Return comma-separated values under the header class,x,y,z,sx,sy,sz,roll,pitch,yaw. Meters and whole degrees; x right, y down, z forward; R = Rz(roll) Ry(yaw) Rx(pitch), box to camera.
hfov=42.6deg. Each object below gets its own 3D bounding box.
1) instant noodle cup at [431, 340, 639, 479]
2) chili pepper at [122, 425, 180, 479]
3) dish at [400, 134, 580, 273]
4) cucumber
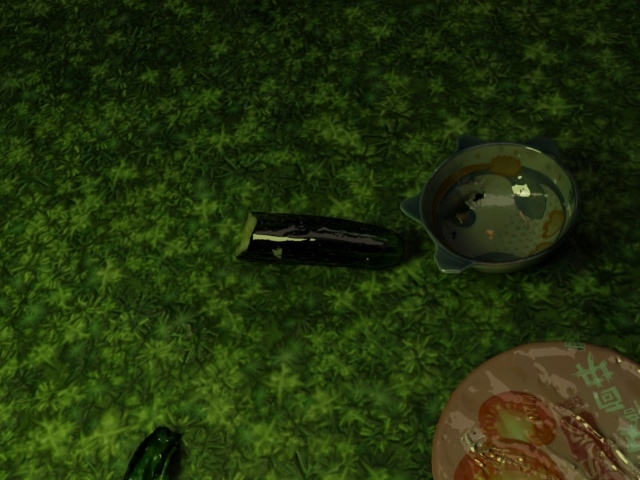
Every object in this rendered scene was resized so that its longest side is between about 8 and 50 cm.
class,x,y,z,sx,sy,sz,roll,pitch,yaw
instant noodle cup,0.235,0.256,0.807,0.243,0.231,0.243,-5,54,7
chili pepper,-0.151,0.335,0.934,0.122,0.065,0.279,-41,53,-12
dish,0.233,-0.037,1.104,0.236,0.086,0.228,-28,53,-8
cucumber,0.000,0.001,1.135,0.242,0.074,0.074,4,56,12
